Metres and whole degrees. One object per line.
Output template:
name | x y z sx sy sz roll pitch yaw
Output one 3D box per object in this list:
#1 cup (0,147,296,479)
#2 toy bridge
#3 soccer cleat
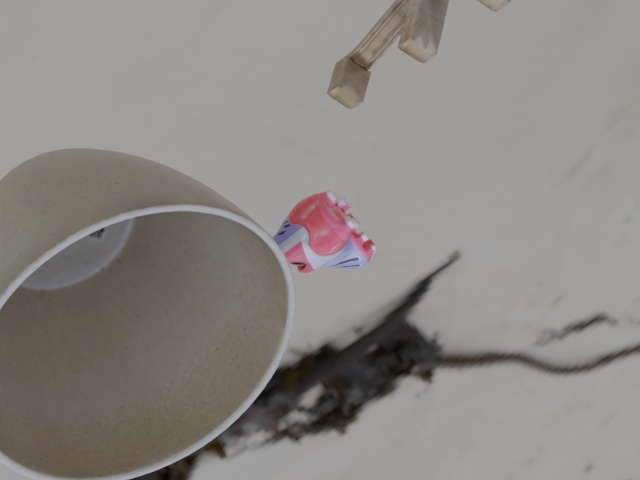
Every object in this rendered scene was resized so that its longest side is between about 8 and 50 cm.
cup | -0.223 0.041 1.471 0.331 0.237 0.331 -18 132 -21
toy bridge | 0.072 -0.153 1.018 0.026 0.063 0.188 29 148 -22
soccer cleat | 0.000 0.000 1.656 0.095 0.083 0.248 -33 171 3
